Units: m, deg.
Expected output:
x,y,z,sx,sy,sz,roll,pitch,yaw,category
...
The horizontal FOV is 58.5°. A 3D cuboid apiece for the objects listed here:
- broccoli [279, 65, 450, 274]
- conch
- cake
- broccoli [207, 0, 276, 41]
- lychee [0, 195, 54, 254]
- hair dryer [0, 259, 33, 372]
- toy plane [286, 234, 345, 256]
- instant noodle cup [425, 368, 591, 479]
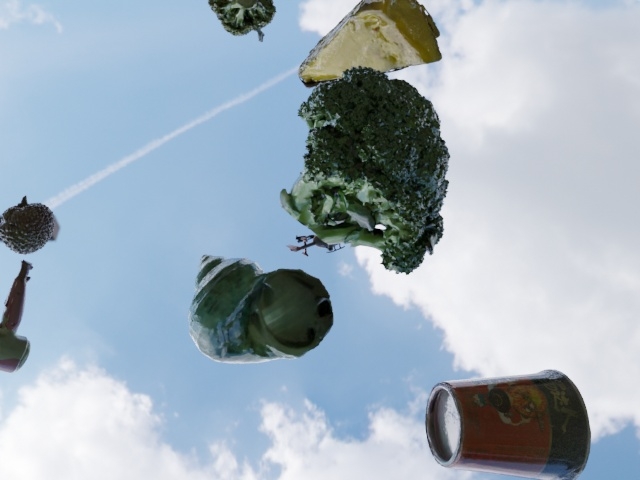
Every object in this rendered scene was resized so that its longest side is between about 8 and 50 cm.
x,y,z,sx,sy,sz,roll,pitch,yaw,category
0.047,-0.067,0.527,0.195,0.156,0.195,32,-151,-20,broccoli
-0.105,0.098,0.857,0.202,0.134,0.196,44,-96,-11,conch
0.063,-0.228,0.683,0.116,0.185,0.079,35,-132,-14,cake
-0.145,-0.449,1.067,0.130,0.131,0.120,22,-169,-20,broccoli
-0.409,-0.021,0.799,0.067,0.083,0.068,5,-178,36,lychee
-0.447,0.100,0.805,0.054,0.106,0.154,3,-113,47,hair dryer
0.000,0.000,1.169,0.145,0.037,0.060,-19,-148,-31,toy plane
0.192,0.197,0.614,0.136,0.127,0.127,6,-130,-12,instant noodle cup
